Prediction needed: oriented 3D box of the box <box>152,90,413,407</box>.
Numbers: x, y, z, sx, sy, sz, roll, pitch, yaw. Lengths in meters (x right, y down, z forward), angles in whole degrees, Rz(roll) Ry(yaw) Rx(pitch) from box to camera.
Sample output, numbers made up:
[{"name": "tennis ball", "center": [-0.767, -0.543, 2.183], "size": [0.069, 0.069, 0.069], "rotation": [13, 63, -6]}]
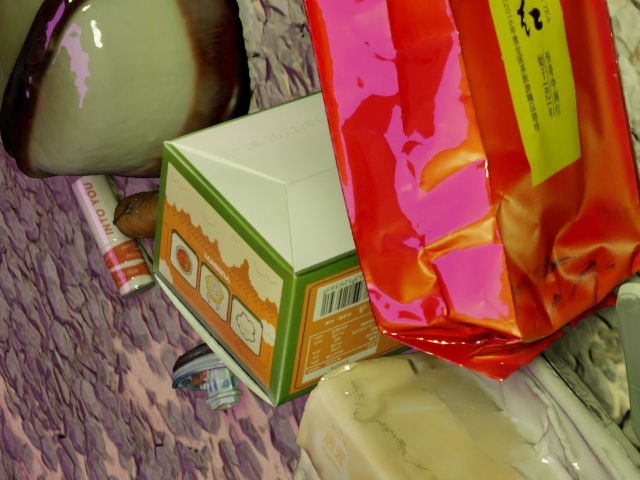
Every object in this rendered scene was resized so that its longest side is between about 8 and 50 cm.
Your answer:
[{"name": "box", "center": [0.000, 0.000, 1.465], "size": [0.177, 0.195, 0.148], "rotation": [44, 142, 35]}]

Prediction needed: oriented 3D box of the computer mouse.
[{"name": "computer mouse", "center": [0.244, 0.098, 1.270], "size": [0.089, 0.056, 0.182], "rotation": [-127, 20, -50]}]

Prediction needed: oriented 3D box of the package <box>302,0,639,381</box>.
[{"name": "package", "center": [0.096, -0.131, 1.225], "size": [0.123, 0.196, 0.424], "rotation": [-2, 108, 37]}]

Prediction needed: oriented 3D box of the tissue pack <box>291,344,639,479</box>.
[{"name": "tissue pack", "center": [0.148, 0.191, 1.302], "size": [0.305, 0.238, 0.239], "rotation": [54, 147, 39]}]

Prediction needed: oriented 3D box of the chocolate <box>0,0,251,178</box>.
[{"name": "chocolate", "center": [-0.212, -0.169, 1.714], "size": [0.283, 0.186, 0.284], "rotation": [36, 137, 43]}]

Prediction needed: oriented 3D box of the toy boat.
[{"name": "toy boat", "center": [-0.101, 0.132, 1.839], "size": [0.140, 0.059, 0.066], "rotation": [-33, 67, 58]}]

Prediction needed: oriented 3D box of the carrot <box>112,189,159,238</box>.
[{"name": "carrot", "center": [-0.127, -0.036, 1.804], "size": [0.254, 0.049, 0.049], "rotation": [-14, 95, 56]}]

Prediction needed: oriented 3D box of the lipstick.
[{"name": "lipstick", "center": [-0.213, -0.006, 1.959], "size": [0.131, 0.038, 0.038], "rotation": [64, 149, 9]}]
